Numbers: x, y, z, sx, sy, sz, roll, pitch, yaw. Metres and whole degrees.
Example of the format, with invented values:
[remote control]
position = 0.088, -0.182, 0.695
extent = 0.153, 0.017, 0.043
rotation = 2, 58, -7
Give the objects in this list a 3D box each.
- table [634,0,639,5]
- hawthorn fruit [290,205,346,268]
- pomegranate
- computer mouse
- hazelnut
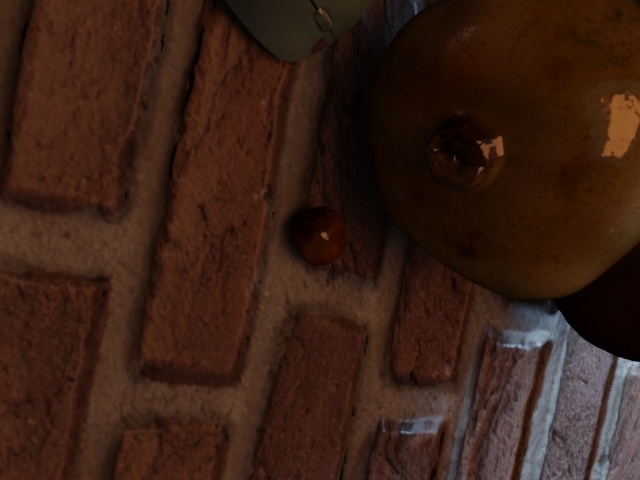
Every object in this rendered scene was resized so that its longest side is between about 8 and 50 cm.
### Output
[table]
position = 0.504, -0.465, 1.360
extent = 0.196, 0.282, 0.251
rotation = 7, 94, -39
[hawthorn fruit]
position = -0.002, -0.006, 1.183
extent = 0.077, 0.077, 0.077
rotation = -7, 102, -37
[pomegranate]
position = 0.252, -0.132, 1.143
extent = 0.416, 0.416, 0.417
rotation = -7, 102, -37
[computer mouse]
position = -0.051, -0.327, 1.040
extent = 0.159, 0.097, 0.288
rotation = -37, 123, 3
[hazelnut]
position = 0.519, -0.022, 1.384
extent = 0.421, 0.353, 0.421
rotation = -39, 158, -20
